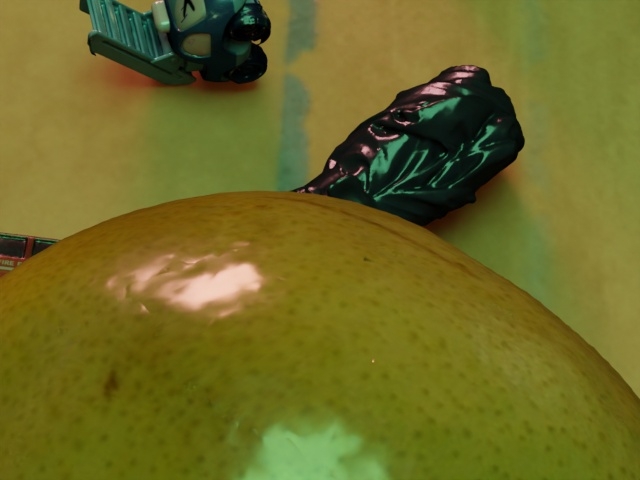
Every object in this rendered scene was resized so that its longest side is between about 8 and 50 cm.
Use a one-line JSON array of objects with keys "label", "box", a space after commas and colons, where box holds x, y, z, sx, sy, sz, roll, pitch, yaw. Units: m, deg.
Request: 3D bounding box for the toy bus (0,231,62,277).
[{"label": "toy bus", "box": [-0.149, 0.017, 0.925, 0.110, 0.031, 0.043, 7, 58, -3]}]

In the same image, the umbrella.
[{"label": "umbrella", "box": [-0.005, -0.003, 0.930, 0.248, 0.071, 0.071, -35, 69, -19]}]

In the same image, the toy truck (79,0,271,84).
[{"label": "toy truck", "box": [-0.073, -0.107, 0.975, 0.090, 0.073, 0.056, -11, 62, -12]}]

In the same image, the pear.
[{"label": "pear", "box": [-0.012, 0.135, 0.732, 0.314, 0.314, 0.314, 2, 61, -4]}]
